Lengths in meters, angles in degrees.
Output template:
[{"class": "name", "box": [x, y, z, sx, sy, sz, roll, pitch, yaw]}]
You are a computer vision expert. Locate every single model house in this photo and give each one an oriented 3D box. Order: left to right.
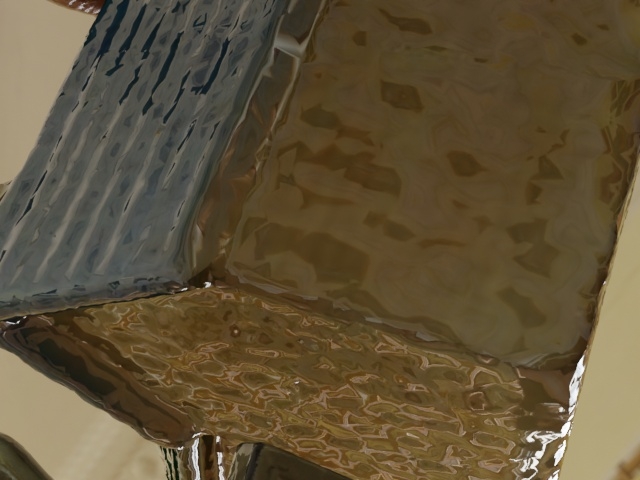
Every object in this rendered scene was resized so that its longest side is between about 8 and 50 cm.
[{"class": "model house", "box": [0.000, 0.000, 1.023, 0.343, 0.334, 0.382, 13, -34, 9]}]

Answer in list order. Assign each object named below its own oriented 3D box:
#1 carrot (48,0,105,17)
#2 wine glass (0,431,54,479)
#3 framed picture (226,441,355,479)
[{"class": "carrot", "box": [-0.143, -0.169, 1.112, 0.210, 0.061, 0.061, 23, -72, -36]}, {"class": "wine glass", "box": [-0.270, 0.209, 1.414, 0.103, 0.231, 0.103, -51, -6, -8]}, {"class": "framed picture", "box": [0.025, 0.269, 0.611, 0.247, 0.022, 0.335, 26, -110, -22]}]
